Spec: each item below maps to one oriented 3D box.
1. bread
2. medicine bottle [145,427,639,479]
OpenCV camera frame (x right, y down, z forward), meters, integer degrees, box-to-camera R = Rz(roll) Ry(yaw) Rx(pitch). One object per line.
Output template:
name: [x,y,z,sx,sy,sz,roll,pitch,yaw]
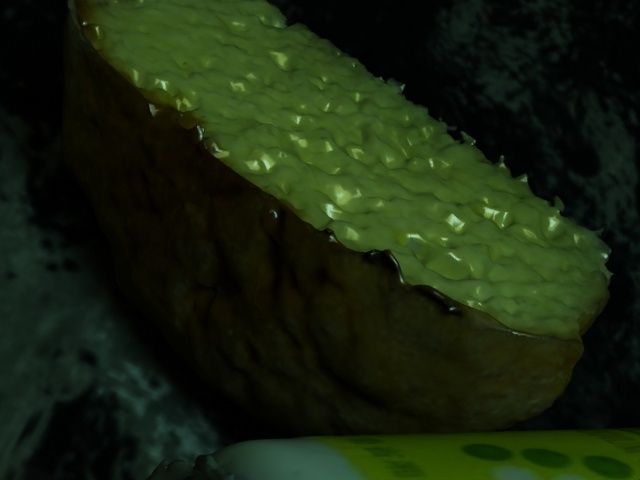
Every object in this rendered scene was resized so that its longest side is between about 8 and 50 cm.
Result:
bread: [-0.007,0.004,0.625,0.260,0.134,0.129,42,36,24]
medicine bottle: [0.130,0.173,0.541,0.378,0.213,0.214,2,61,-25]
